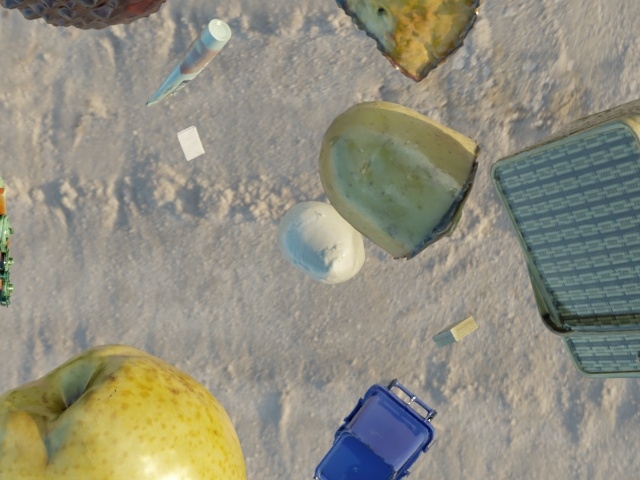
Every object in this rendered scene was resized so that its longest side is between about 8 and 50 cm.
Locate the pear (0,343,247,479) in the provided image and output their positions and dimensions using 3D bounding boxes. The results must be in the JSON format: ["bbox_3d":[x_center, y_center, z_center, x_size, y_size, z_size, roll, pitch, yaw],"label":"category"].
[{"bbox_3d":[-0.128,0.148,0.497,0.178,0.178,0.178,7,113,18],"label":"pear"}]

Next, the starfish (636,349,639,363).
[{"bbox_3d":[0.315,0.111,0.608,0.150,0.053,0.209,15,149,16],"label":"starfish"}]

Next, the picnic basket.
[{"bbox_3d":[0.370,0.004,0.942,0.228,0.175,0.312,-15,100,57],"label":"picnic basket"}]

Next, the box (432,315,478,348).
[{"bbox_3d":[0.318,0.219,1.923,0.035,0.079,0.083,60,148,5],"label":"box"}]

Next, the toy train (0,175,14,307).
[{"bbox_3d":[-0.226,-0.001,0.540,0.044,0.064,0.103,5,135,-16],"label":"toy train"}]

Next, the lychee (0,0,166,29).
[{"bbox_3d":[-0.219,-0.329,0.748,0.264,0.300,0.264,31,130,46],"label":"lychee"}]

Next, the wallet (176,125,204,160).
[{"bbox_3d":[-0.272,-0.202,1.696,0.011,0.044,0.083,57,168,33],"label":"wallet"}]

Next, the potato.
[{"bbox_3d":[0.101,-0.104,1.206,0.243,0.285,0.242,2,109,7],"label":"potato"}]

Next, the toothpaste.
[{"bbox_3d":[-0.188,-0.246,1.151,0.205,0.056,0.036,-31,89,50],"label":"toothpaste"}]

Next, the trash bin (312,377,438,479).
[{"bbox_3d":[0.100,0.373,1.470,0.162,0.234,0.184,38,107,13],"label":"trash bin"}]

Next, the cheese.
[{"bbox_3d":[0.000,0.000,1.703,0.189,0.198,0.154,25,93,15],"label":"cheese"}]

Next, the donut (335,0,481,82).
[{"bbox_3d":[0.035,-0.221,0.527,0.217,0.085,0.141,45,134,-17],"label":"donut"}]
